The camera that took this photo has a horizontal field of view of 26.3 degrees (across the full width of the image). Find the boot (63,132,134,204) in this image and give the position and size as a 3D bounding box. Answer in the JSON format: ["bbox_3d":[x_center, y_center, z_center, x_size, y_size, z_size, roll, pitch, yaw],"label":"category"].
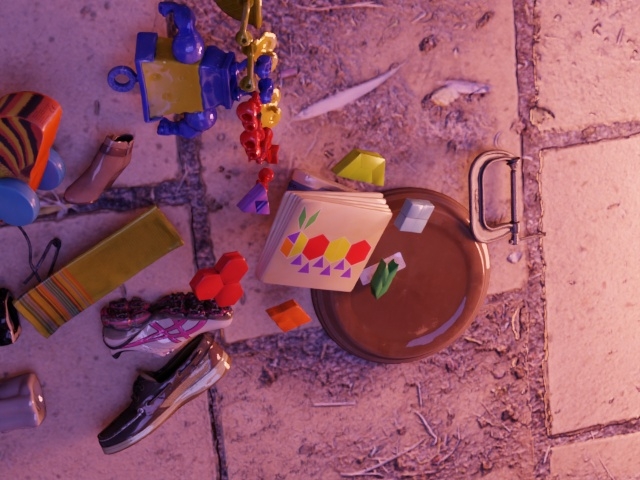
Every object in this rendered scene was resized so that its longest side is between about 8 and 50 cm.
[{"bbox_3d":[-0.292,-0.099,1.822,0.042,0.118,0.087,32,116,9],"label":"boot"}]

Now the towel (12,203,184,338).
[{"bbox_3d":[-0.303,0.044,1.881,0.237,0.021,0.102,-34,148,-2],"label":"towel"}]

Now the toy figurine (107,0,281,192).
[{"bbox_3d":[-0.174,-0.212,1.755,0.217,0.191,0.362,3,137,6],"label":"toy figurine"}]

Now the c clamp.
[{"bbox_3d":[0.269,-0.062,2.013,0.137,0.022,0.161,-20,113,-27],"label":"c clamp"}]

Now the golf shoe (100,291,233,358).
[{"bbox_3d":[-0.214,0.122,1.937,0.186,0.067,0.086,-5,118,-3],"label":"golf shoe"}]

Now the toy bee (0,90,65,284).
[{"bbox_3d":[-0.423,-0.074,1.765,0.162,0.195,0.298,19,115,5],"label":"toy bee"}]

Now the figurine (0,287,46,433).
[{"bbox_3d":[-0.503,0.189,1.879,0.209,0.092,0.215,-13,112,-2],"label":"figurine"}]

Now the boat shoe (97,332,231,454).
[{"bbox_3d":[-0.234,0.215,1.958,0.223,0.080,0.073,-37,108,-6],"label":"boat shoe"}]

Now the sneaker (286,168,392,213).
[{"bbox_3d":[0.019,-0.036,1.936,0.152,0.058,0.085,21,98,-7],"label":"sneaker"}]

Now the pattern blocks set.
[{"bbox_3d":[0.000,0.000,1.859,0.325,0.026,0.285,18,112,-44],"label":"pattern blocks set"}]

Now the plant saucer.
[{"bbox_3d":[0.124,0.059,2.016,0.278,0.041,0.278,-4,109,-12],"label":"plant saucer"}]
